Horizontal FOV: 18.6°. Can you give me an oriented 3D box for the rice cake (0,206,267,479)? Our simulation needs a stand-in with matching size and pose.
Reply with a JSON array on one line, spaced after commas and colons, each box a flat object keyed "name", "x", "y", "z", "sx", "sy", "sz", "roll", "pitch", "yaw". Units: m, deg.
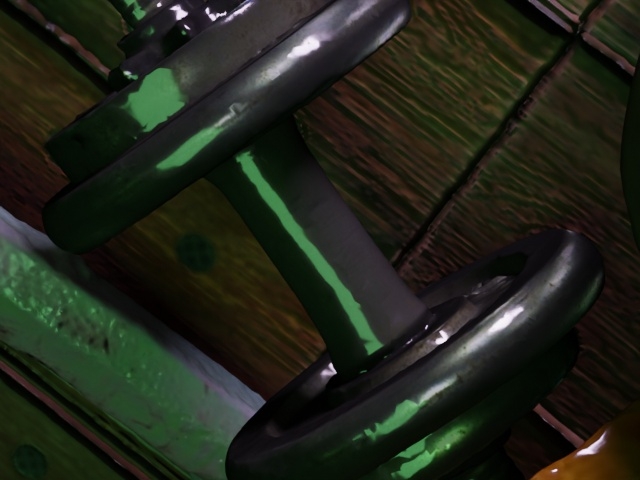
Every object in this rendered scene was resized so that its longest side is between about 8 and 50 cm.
[{"name": "rice cake", "x": -0.134, "y": 0.045, "z": 0.955, "sx": 0.290, "sy": 0.051, "sz": 0.081, "roll": 38, "pitch": 117, "yaw": -14}]

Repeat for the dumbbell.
[{"name": "dumbbell", "x": 0.000, "y": 0.000, "z": 0.850, "sx": 0.192, "sy": 0.192, "sz": 0.290, "roll": -33, "pitch": 96, "yaw": 27}]

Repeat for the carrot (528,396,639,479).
[{"name": "carrot", "x": 0.090, "y": 0.165, "z": 0.850, "sx": 0.307, "sy": 0.258, "sz": 0.100, "roll": -39, "pitch": 77, "yaw": 17}]

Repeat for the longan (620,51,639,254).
[{"name": "longan", "x": 0.241, "y": -0.037, "z": 0.739, "sx": 0.248, "sy": 0.248, "sz": 0.248, "roll": 7, "pitch": 112, "yaw": 17}]
